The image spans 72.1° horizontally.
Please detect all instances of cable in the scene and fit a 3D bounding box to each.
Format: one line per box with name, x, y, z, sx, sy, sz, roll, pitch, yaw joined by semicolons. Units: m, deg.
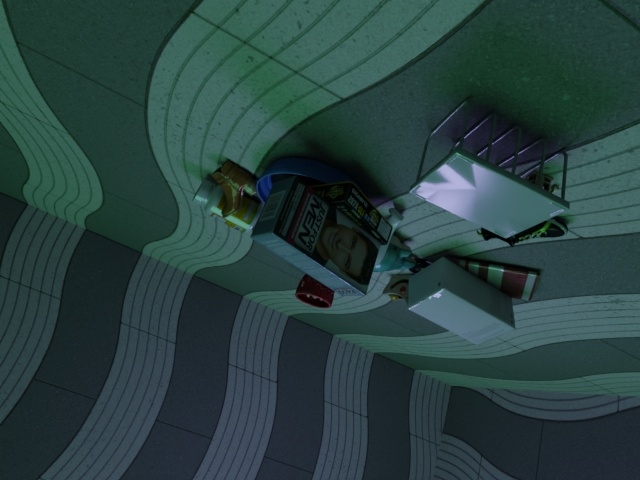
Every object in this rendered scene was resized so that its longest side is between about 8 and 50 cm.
cable;0.442;0.137;1.778;0.185;0.047;0.150;27;152;29

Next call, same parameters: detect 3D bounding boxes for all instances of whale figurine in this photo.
whale figurine;0.251;0.070;1.679;0.217;0.141;0.272;-8;151;43

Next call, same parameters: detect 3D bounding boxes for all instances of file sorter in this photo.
file sorter;0.387;-0.160;1.004;0.278;0.172;0.193;24;156;-10

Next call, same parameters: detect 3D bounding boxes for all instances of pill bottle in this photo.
pill bottle;-0.367;-0.138;1.726;0.246;0.136;0.136;29;156;-20

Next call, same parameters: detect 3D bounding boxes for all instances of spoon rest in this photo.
spoon rest;0.197;-0.010;1.523;0.137;0.084;0.276;49;130;12

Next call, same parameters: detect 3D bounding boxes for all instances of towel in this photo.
towel;0.635;0.141;1.665;0.330;0.037;0.237;9;155;23

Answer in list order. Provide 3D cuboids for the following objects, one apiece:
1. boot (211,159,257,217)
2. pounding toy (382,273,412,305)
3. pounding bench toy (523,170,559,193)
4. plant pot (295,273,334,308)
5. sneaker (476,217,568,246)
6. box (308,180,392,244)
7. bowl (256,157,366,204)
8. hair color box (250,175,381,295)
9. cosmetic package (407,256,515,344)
boot;-0.335;-0.187;1.592;0.152;0.073;0.197;39;108;-24
pounding toy;0.420;0.245;1.922;0.155;0.154;0.270;35;153;-32
pounding bench toy;0.550;-0.121;1.096;0.084;0.065;0.052;21;157;-3
plant pot;-0.012;0.230;2.220;0.191;0.173;0.191;18;158;8
sneaker;0.575;-0.019;1.266;0.235;0.097;0.084;8;155;27
box;0.029;-0.075;1.422;0.322;0.079;0.257;-2;151;41
bowl;-0.024;-0.144;1.507;0.392;0.077;0.391;17;157;8
hair color box;0.000;0.000;1.278;0.375;0.185;0.114;36;152;-32
cosmetic package;0.530;0.236;1.663;0.366;0.155;0.197;30;137;-19
